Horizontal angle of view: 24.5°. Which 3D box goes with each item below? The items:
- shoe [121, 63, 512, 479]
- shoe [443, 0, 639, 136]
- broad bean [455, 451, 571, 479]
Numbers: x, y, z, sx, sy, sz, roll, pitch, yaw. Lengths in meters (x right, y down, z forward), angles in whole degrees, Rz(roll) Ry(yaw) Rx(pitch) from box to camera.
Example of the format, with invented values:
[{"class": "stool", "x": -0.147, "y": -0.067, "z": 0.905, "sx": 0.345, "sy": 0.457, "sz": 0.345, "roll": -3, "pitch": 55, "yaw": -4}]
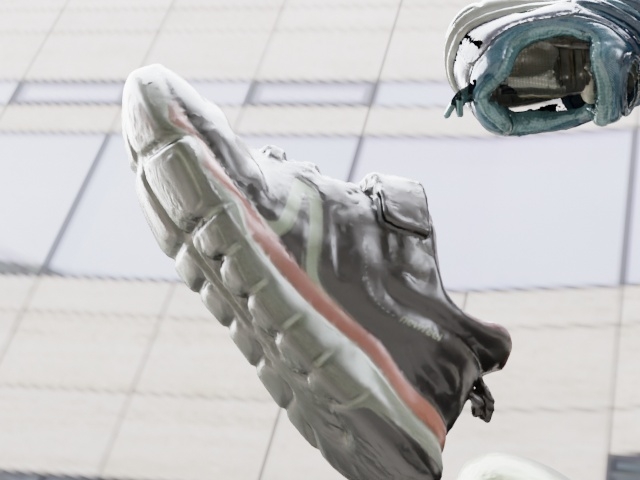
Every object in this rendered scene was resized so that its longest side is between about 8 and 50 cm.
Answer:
[{"class": "shoe", "x": 0.000, "y": 0.000, "z": 0.828, "sx": 0.291, "sy": 0.137, "sz": 0.114, "roll": 50, "pitch": -25, "yaw": 10}, {"class": "shoe", "x": 0.178, "y": -0.108, "z": 0.917, "sx": 0.207, "sy": 0.106, "sz": 0.091, "roll": -9, "pitch": -57, "yaw": 8}, {"class": "broad bean", "x": 0.176, "y": 0.227, "z": 0.882, "sx": 0.263, "sy": 0.121, "sz": 0.189, "roll": 29, "pitch": -3, "yaw": 14}]
